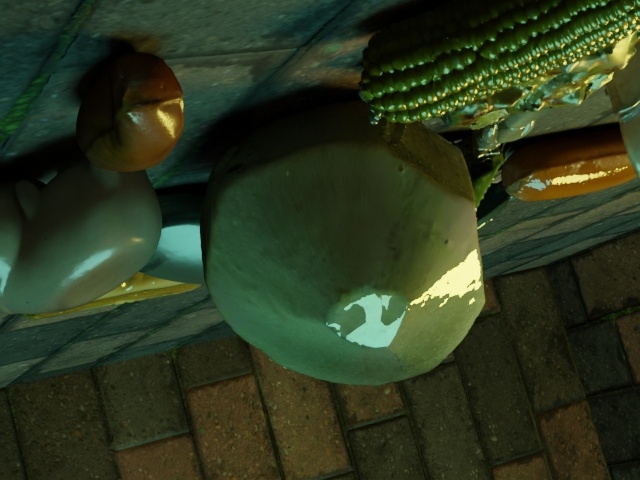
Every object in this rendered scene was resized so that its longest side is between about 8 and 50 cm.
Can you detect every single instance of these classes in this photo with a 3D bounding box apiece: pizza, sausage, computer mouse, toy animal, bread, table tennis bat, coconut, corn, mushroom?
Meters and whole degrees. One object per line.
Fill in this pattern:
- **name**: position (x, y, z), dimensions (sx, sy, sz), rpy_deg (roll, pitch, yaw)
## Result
- **pizza**: position (0.207, -0.176, 1.187), dimensions (0.323, 0.089, 0.223), rpy_deg (-16, 168, 7)
- **sausage**: position (-0.160, -0.106, 0.973), dimensions (0.089, 0.089, 0.179), rpy_deg (-12, 176, -20)
- **computer mouse**: position (-0.145, 0.016, 1.552), dimensions (0.330, 0.095, 0.197), rpy_deg (12, 160, -35)
- **toy animal**: position (-0.281, -0.003, 1.180), dimensions (0.250, 0.154, 0.166), rpy_deg (-16, 180, 19)
- **bread**: position (-0.285, 0.044, 1.658), dimensions (0.305, 0.091, 0.142), rpy_deg (-9, 164, -37)
- **table tennis bat**: position (0.248, -0.056, 1.956), dimensions (0.329, 0.044, 0.215), rpy_deg (-26, -165, 3)
- **sausage**: position (0.411, -0.121, 1.828), dimensions (0.274, 0.105, 0.105), rpy_deg (-11, 170, -27)
- **coconut**: position (0.028, 0.004, 1.298), dimensions (0.352, 0.353, 0.352), rpy_deg (-15, 171, -2)
- **corn**: position (0.182, -0.188, 1.013), dimensions (0.312, 0.102, 0.102), rpy_deg (-18, 171, 16)
- **mushroom**: position (0.434, -0.165, 1.365), dimensions (0.162, 0.173, 0.236), rpy_deg (-22, 169, 21)

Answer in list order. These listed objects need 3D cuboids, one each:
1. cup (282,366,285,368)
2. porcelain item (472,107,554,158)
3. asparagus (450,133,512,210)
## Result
- **cup**: position (-0.056, 0.107, 2.014), dimensions (0.241, 0.226, 0.185), rpy_deg (-31, 164, 32)
- **porcelain item**: position (0.243, -0.157, 1.450), dimensions (0.084, 0.054, 0.213), rpy_deg (-10, 169, -16)
- **asparagus**: position (0.136, -0.018, 1.555), dimensions (0.382, 0.128, 0.108), rpy_deg (-59, -166, -16)
